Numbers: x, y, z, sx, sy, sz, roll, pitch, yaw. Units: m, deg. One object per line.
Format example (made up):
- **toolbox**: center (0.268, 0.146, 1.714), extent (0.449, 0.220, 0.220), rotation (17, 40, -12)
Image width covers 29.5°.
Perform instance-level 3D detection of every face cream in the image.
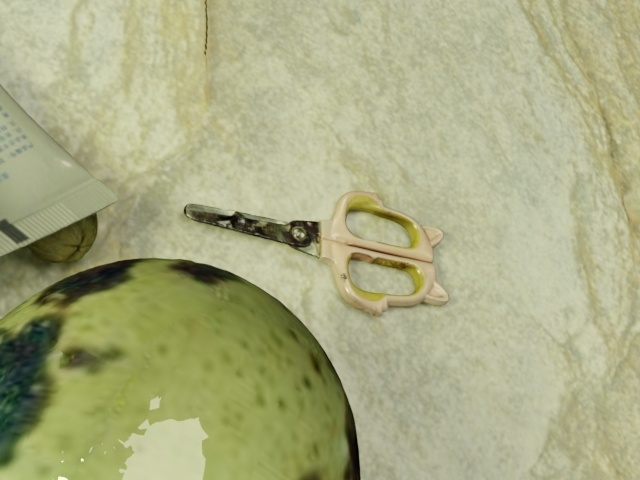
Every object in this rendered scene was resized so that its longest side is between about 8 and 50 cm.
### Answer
- **face cream**: center (-0.401, -0.147, 1.126), extent (0.420, 0.137, 0.235), rotation (45, 39, 12)

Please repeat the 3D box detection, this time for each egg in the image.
- **egg**: center (-0.152, 0.217, 0.944), extent (0.345, 0.345, 0.428), rotation (30, 65, -9)

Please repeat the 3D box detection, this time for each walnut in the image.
- **walnut**: center (-0.259, -0.021, 1.189), extent (0.092, 0.092, 0.092), rotation (13, 57, -21)

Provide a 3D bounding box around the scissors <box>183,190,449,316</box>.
- **scissors**: center (0.000, 0.000, 1.347), extent (0.317, 0.024, 0.160), rotation (12, 58, -21)
